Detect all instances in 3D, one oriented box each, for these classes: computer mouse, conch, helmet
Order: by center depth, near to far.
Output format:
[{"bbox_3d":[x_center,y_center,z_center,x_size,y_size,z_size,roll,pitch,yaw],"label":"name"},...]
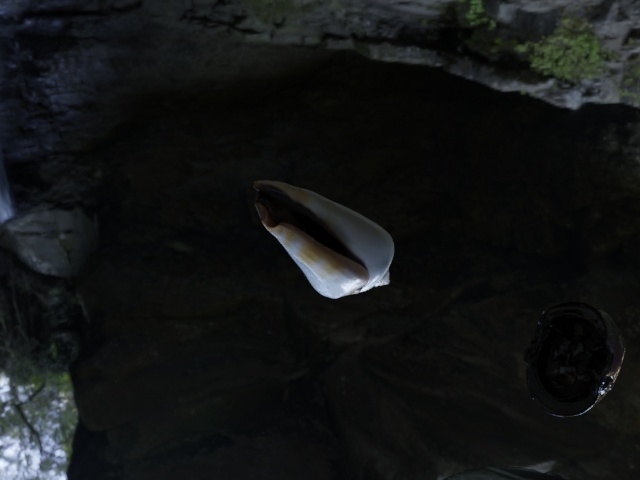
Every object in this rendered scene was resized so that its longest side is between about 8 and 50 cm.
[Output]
[{"bbox_3d":[0.008,-0.002,0.680,0.094,0.176,0.104,-10,-137,41],"label":"conch"},{"bbox_3d":[0.199,0.269,0.686,0.231,0.071,0.126,-5,162,-5],"label":"computer mouse"},{"bbox_3d":[0.282,0.128,0.719,0.070,0.123,0.098,9,-174,-40],"label":"helmet"}]
